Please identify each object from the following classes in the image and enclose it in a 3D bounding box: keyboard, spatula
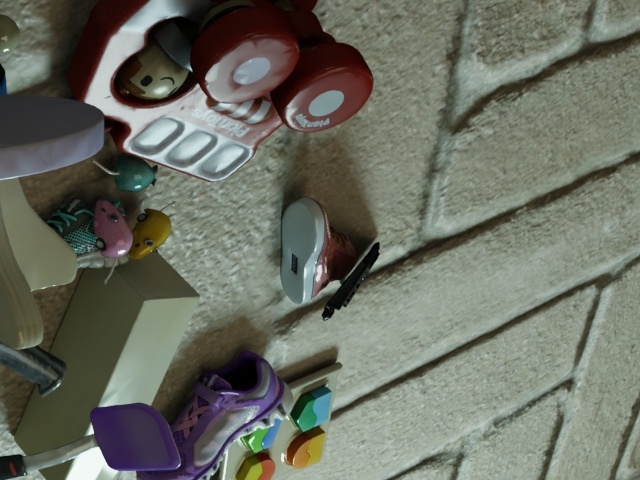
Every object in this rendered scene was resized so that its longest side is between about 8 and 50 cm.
[{"bbox_3d":[0.040,0.056,1.930,0.108,0.023,0.180,-51,178,9],"label":"keyboard"},{"bbox_3d":[-0.299,0.235,1.665,0.296,0.030,0.084,-13,109,9],"label":"spatula"}]

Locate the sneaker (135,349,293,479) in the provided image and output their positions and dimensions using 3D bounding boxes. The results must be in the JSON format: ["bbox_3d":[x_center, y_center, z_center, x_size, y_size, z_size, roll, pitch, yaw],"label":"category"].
[{"bbox_3d":[-0.142,0.221,1.923,0.236,0.095,0.104,-37,139,-24],"label":"sneaker"}]

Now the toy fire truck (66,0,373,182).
[{"bbox_3d":[-0.116,-0.165,1.500,0.254,0.169,0.302,-40,150,23],"label":"toy fire truck"}]

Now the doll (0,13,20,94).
[{"bbox_3d":[-0.337,-0.126,1.372,0.189,0.046,0.129,-49,148,2],"label":"doll"}]

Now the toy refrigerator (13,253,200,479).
[{"bbox_3d":[-0.239,0.144,1.713,0.094,0.102,0.269,-2,126,-48],"label":"toy refrigerator"}]

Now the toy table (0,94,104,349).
[{"bbox_3d":[-0.307,-0.022,1.279,0.274,0.252,0.161,-7,111,-32],"label":"toy table"}]

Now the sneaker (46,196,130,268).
[{"bbox_3d":[-0.265,-0.007,1.576,0.166,0.065,0.076,-15,118,-50],"label":"sneaker"}]

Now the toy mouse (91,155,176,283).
[{"bbox_3d":[-0.197,-0.036,1.586,0.161,0.031,0.143,-63,144,-38],"label":"toy mouse"}]

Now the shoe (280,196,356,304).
[{"bbox_3d":[0.000,0.000,1.878,0.081,0.063,0.178,-29,148,-28],"label":"shoe"}]

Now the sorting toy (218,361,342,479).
[{"bbox_3d":[-0.055,0.276,2.116,0.193,0.038,0.208,-20,138,-36],"label":"sorting toy"}]

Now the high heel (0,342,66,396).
[{"bbox_3d":[-0.416,0.158,1.575,0.261,0.093,0.186,-40,126,11],"label":"high heel"}]
